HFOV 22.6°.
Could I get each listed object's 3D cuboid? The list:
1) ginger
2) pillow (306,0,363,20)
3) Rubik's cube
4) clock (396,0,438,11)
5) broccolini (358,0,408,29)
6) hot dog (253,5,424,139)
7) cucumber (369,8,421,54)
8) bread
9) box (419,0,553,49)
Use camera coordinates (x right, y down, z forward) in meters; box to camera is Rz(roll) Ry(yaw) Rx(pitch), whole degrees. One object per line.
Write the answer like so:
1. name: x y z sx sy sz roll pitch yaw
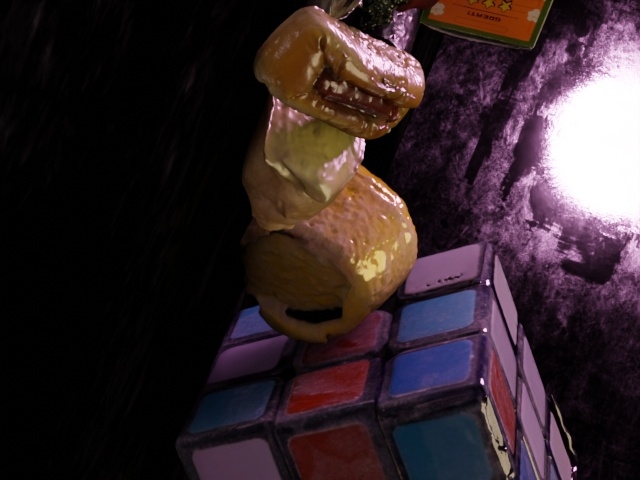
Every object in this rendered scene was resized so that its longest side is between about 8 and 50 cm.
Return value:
1. ginger: -0.022 -0.100 1.530 0.122 0.115 0.193 -41 -155 46
2. pillow: 0.041 -0.301 1.423 0.169 0.059 0.255 -62 175 -57
3. Rubik's cube: 0.078 0.258 1.817 0.363 0.359 0.362 -70 144 -61
4. clock: 0.137 -0.405 1.789 0.318 0.080 0.318 -161 -90 -81
5. broccolini: 0.062 -0.244 1.532 0.254 0.071 0.057 -91 163 -79
6. hot dog: 0.030 -0.138 1.423 0.084 0.073 0.242 -44 156 15
7. cucumber: 0.114 -0.305 2.233 0.211 0.062 0.078 -64 174 -46
8. bread: 0.004 0.001 1.754 0.170 0.197 0.197 -48 163 -40
9. box: 0.244 -0.401 2.335 0.195 0.178 0.148 -86 -169 -47
